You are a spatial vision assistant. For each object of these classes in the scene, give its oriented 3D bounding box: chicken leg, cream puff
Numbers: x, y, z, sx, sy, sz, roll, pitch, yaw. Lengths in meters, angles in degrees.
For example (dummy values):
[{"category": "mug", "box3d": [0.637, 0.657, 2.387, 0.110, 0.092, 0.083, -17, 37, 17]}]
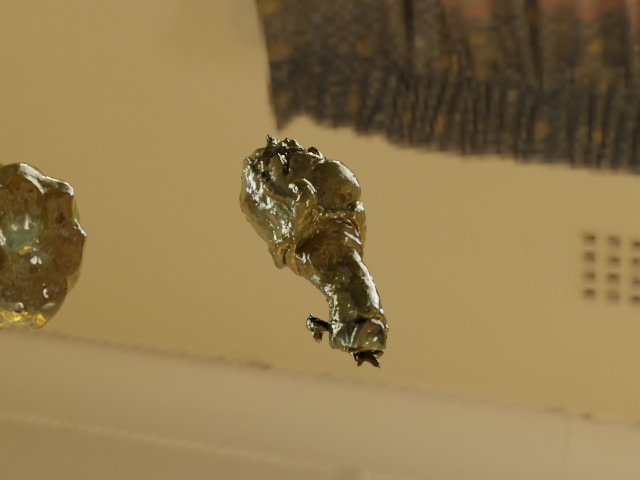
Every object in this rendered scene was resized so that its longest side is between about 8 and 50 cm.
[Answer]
[{"category": "chicken leg", "box3d": [0.000, 0.000, 1.395, 0.088, 0.103, 0.227, 4, -139, -33]}, {"category": "cream puff", "box3d": [-0.256, 0.002, 1.360, 0.146, 0.146, 0.116, -29, -159, -26]}]
